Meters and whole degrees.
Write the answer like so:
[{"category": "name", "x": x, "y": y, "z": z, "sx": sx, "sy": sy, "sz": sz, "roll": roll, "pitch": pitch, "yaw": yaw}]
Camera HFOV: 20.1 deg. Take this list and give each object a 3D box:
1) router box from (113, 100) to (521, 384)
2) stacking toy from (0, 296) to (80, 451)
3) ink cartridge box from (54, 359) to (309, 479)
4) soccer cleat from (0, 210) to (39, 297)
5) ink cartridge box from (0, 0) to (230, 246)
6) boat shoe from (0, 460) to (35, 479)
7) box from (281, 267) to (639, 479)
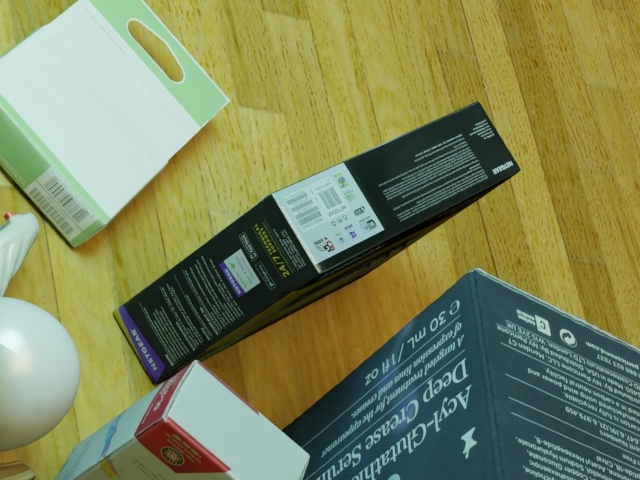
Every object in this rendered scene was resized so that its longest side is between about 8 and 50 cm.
[{"category": "router box", "x": 0.000, "y": 0.000, "z": 1.609, "sx": 0.309, "sy": 0.243, "sz": 0.081, "roll": -26, "pitch": 83, "yaw": -47}, {"category": "stacking toy", "x": -0.344, "y": 0.115, "z": 1.221, "sx": 0.480, "sy": 0.350, "sz": 0.350, "roll": -2, "pitch": 65, "yaw": -58}, {"category": "ink cartridge box", "x": -0.116, "y": 0.190, "z": 1.435, "sx": 0.127, "sy": 0.175, "sz": 0.072, "roll": 42, "pitch": 41, "yaw": -15}, {"category": "soccer cleat", "x": -0.285, "y": 0.051, "z": 1.455, "sx": 0.076, "sy": 0.068, "sz": 0.196, "roll": 51, "pitch": 49, "yaw": -12}, {"category": "ink cartridge box", "x": -0.205, "y": -0.124, "z": 1.641, "sx": 0.171, "sy": 0.056, "sz": 0.235, "roll": 49, "pitch": 40, "yaw": -8}, {"category": "boat shoe", "x": -0.289, "y": 0.186, "z": 1.372, "sx": 0.153, "sy": 0.056, "sz": 0.048, "roll": -11, "pitch": 71, "yaw": -36}, {"category": "box", "x": 0.126, "y": 0.281, "z": 1.466, "sx": 0.212, "sy": 0.293, "sz": 0.395, "roll": 25, "pitch": 40, "yaw": -28}]
